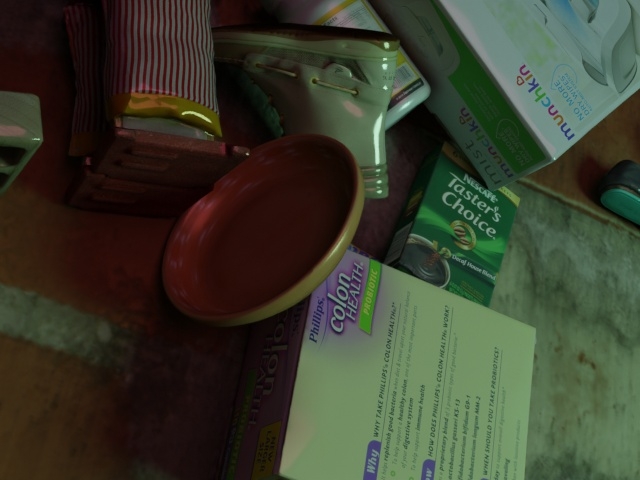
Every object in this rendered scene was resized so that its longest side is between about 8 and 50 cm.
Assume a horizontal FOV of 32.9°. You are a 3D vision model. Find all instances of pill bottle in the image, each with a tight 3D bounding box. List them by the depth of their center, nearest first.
[{"bbox_3d":[0.020,-0.192,1.093,0.103,0.103,0.184,-37,91,-37],"label":"pill bottle"}]

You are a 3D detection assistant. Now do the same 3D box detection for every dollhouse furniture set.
[{"bbox_3d":[-0.257,-0.146,0.873,0.374,0.152,0.201,5,68,-30],"label":"dollhouse furniture set"}]

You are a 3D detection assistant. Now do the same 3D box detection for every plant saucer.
[{"bbox_3d":[-0.046,-0.006,0.932,0.037,0.200,0.200,51,48,-39],"label":"plant saucer"}]

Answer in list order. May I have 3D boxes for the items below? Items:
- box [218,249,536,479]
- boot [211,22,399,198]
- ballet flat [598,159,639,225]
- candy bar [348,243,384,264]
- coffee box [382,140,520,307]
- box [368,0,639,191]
[{"bbox_3d":[0.056,0.149,0.965,0.243,0.117,0.213,23,60,-23],"label":"box"},{"bbox_3d":[-0.032,-0.123,1.036,0.077,0.213,0.165,-40,135,-64],"label":"boot"},{"bbox_3d":[0.420,-0.029,1.293,0.203,0.074,0.074,34,56,-13],"label":"ballet flat"},{"bbox_3d":[0.000,0.000,1.054,0.161,0.018,0.040,31,57,-16],"label":"candy bar"},{"bbox_3d":[0.136,-0.006,1.113,0.113,0.040,0.184,37,48,-12],"label":"coffee box"},{"bbox_3d":[0.203,-0.227,1.134,0.231,0.127,0.262,-37,93,-27],"label":"box"}]
